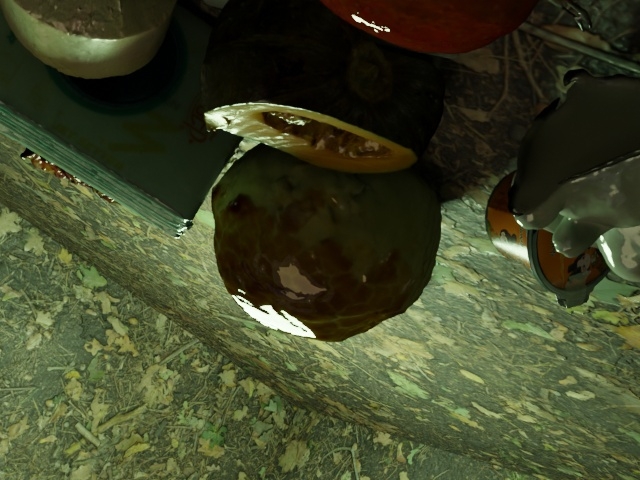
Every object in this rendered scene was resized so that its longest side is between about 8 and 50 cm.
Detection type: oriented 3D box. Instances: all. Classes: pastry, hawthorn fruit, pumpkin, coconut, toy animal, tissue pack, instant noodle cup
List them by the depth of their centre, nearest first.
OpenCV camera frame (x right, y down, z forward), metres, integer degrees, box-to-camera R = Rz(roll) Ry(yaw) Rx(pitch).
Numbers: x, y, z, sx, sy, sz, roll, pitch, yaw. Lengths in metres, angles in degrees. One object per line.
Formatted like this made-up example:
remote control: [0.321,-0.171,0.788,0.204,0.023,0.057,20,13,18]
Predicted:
hawthorn fruit: [0.121,-0.256,0.667,0.299,0.211,0.211,22,161,-14]
toy animal: [0.334,-0.062,0.848,0.249,0.174,0.289,-7,144,17]
coconut: [-0.278,-0.333,0.945,0.239,0.239,0.244,32,160,-9]
pumpkin: [-0.003,-0.178,0.959,0.317,0.139,0.222,12,171,-38]
instant noodle cup: [0.301,-0.028,1.030,0.178,0.208,0.126,10,-173,-33]
tissue pack: [-0.293,-0.225,1.135,0.388,0.287,0.162,32,163,-11]
pastry: [0.000,0.000,1.259,0.389,0.312,0.388,24,163,8]

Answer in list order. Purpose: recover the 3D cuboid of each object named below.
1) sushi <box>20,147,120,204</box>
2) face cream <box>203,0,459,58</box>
sushi: [-0.448,-0.177,1.611,0.344,0.181,0.196,22,165,26]
face cream: [0.012,-0.284,0.905,0.315,0.089,0.143,17,158,12]
